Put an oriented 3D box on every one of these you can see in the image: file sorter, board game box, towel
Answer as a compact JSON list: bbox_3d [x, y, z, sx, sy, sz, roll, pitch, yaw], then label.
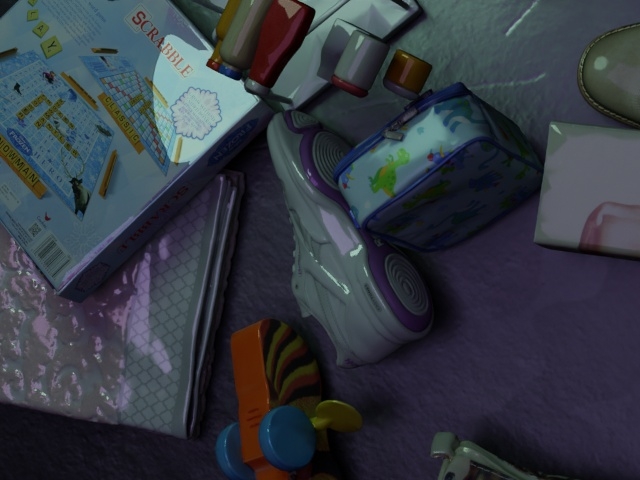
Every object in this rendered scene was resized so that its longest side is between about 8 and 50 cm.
[{"bbox_3d":[-0.062,-0.313,1.622,0.193,0.173,0.277,-38,77,15],"label":"file sorter"},{"bbox_3d":[-0.266,-0.150,1.707,0.318,0.066,0.318,-43,70,5],"label":"board game box"},{"bbox_3d":[-0.263,0.052,1.751,0.317,0.053,0.331,10,91,20],"label":"towel"}]

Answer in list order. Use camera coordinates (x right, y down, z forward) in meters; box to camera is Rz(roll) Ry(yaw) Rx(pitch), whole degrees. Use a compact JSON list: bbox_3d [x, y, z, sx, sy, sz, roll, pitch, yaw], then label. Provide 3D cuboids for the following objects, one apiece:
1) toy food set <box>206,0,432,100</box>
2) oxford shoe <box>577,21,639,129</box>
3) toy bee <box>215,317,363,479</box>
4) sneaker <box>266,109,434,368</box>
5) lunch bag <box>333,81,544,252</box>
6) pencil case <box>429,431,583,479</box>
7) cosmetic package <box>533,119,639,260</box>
[{"bbox_3d":[-0.016,-0.176,1.451,0.232,0.111,0.104,29,100,19],"label":"toy food set"},{"bbox_3d":[0.443,-0.162,1.449,0.397,0.146,0.140,6,91,20],"label":"oxford shoe"},{"bbox_3d":[-0.036,0.246,1.633,0.195,0.162,0.298,4,76,50],"label":"toy bee"},{"bbox_3d":[0.000,0.000,1.622,0.152,0.114,0.305,-40,67,37],"label":"sneaker"},{"bbox_3d":[0.122,-0.067,1.524,0.176,0.219,0.090,-37,66,19],"label":"lunch bag"},{"bbox_3d":[0.295,0.318,1.485,0.410,0.160,0.183,13,105,20],"label":"pencil case"},{"bbox_3d":[0.377,-0.035,1.470,0.296,0.153,0.129,9,91,21],"label":"cosmetic package"}]
